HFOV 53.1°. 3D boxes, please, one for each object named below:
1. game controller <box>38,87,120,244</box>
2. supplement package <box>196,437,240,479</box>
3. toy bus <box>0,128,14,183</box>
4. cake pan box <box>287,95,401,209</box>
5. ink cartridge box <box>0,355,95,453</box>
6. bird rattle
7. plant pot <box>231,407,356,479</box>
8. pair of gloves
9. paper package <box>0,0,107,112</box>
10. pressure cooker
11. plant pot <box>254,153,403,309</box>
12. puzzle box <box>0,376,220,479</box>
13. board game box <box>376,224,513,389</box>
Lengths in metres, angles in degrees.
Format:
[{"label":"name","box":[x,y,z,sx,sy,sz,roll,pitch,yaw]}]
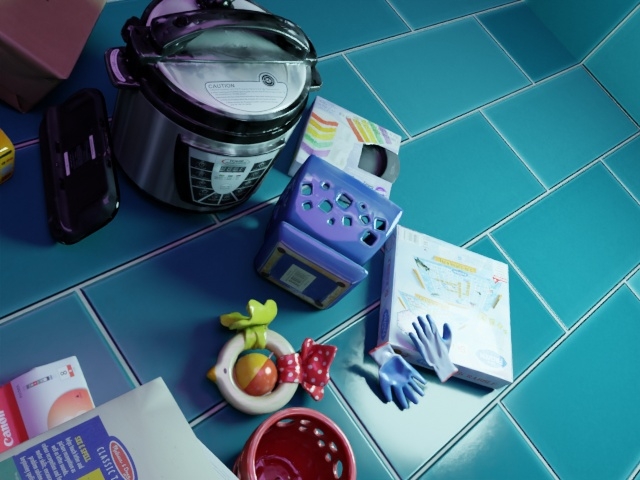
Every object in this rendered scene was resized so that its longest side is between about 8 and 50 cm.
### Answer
[{"label":"game controller","box":[-0.475,-0.152,1.258,0.166,0.067,0.319,-23,66,13]},{"label":"supplement package","box":[-0.238,0.468,0.951,0.198,0.199,0.263,42,52,6]},{"label":"toy bus","box":[-0.730,-0.241,1.196,0.333,0.130,0.108,42,53,3]},{"label":"cake pan box","box":[0.070,-0.214,1.620,0.267,0.070,0.245,25,55,-11]},{"label":"ink cartridge box","box":[-0.470,0.285,1.053,0.179,0.045,0.145,-15,67,-35]},{"label":"bird rattle","box":[-0.104,0.242,1.243,0.253,0.143,0.207,46,62,-11]},{"label":"plant pot","box":[-0.059,0.402,1.099,0.191,0.174,0.191,13,56,-20]},{"label":"pair of gloves","box":[0.204,0.253,1.354,0.198,0.023,0.159,-32,101,-9]},{"label":"paper package","box":[-0.635,-0.485,1.308,0.309,0.168,0.324,37,46,-36]},{"label":"pressure cooker","box":[-0.225,-0.298,1.300,0.375,0.420,0.370,34,50,-4]},{"label":"plant pot","box":[0.000,0.000,1.354,0.236,0.236,0.212,30,59,-7]},{"label":"puzzle box","box":[-0.235,0.405,0.825,0.272,0.052,0.409,-22,63,-31]},{"label":"board game box","box":[0.295,0.153,1.500,0.319,0.066,0.318,20,54,-14]}]
